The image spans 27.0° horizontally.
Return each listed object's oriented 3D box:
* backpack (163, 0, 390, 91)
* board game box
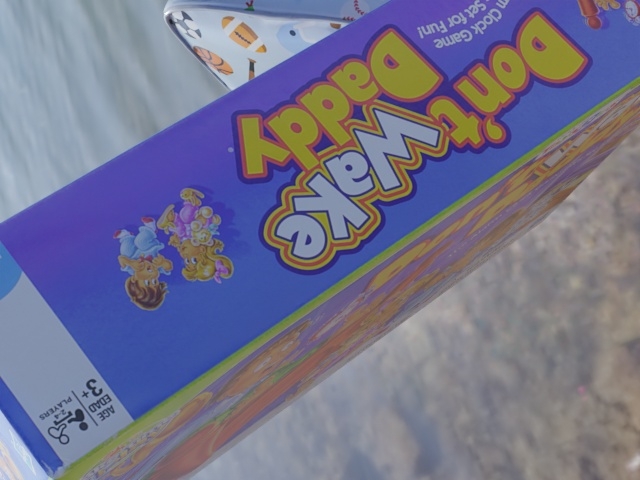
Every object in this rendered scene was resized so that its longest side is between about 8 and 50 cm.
[{"bbox_3d":[0.045,-0.168,0.849,0.276,0.263,0.213,16,83,30],"label":"backpack"},{"bbox_3d":[0.000,0.000,0.561,0.078,0.347,0.233,52,154,10],"label":"board game box"}]
